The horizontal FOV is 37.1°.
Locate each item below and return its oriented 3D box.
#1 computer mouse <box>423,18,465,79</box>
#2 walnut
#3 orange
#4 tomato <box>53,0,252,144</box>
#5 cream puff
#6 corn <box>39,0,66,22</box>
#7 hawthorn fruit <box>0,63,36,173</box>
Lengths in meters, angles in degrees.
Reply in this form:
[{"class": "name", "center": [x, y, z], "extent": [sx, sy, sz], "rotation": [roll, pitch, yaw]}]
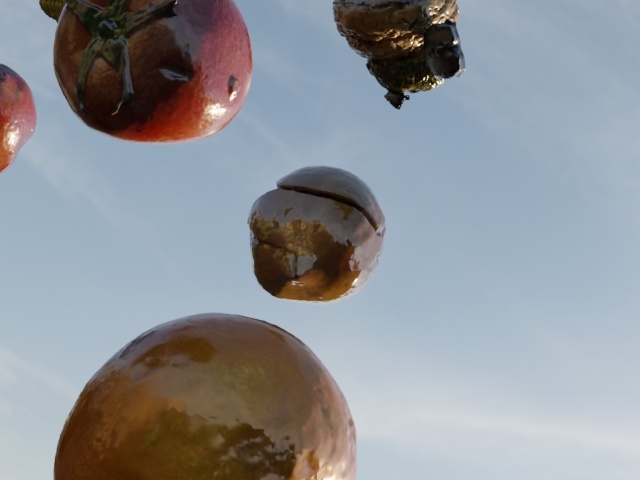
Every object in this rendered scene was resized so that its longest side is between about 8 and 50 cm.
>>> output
[{"class": "computer mouse", "center": [0.159, -0.247, 1.248], "extent": [0.135, 0.047, 0.079], "rotation": [-96, 170, -80]}, {"class": "walnut", "center": [0.000, 0.000, 1.358], "extent": [0.203, 0.298, 0.203], "rotation": [3, -70, 7]}, {"class": "orange", "center": [-0.096, 0.188, 0.809], "extent": [0.261, 0.261, 0.261], "rotation": [25, -28, 15]}, {"class": "tomato", "center": [-0.135, -0.156, 0.792], "extent": [0.167, 0.167, 0.167], "rotation": [25, -28, 15]}, {"class": "cream puff", "center": [0.118, -0.282, 1.369], "extent": [0.183, 0.183, 0.169], "rotation": [8, -57, 40]}, {"class": "corn", "center": [-0.251, -0.282, 1.132], "extent": [0.165, 0.063, 0.085], "rotation": [13, -70, 6]}, {"class": "hawthorn fruit", "center": [-0.508, -0.192, 1.416], "extent": [0.169, 0.169, 0.188], "rotation": [33, -42, 0]}]
